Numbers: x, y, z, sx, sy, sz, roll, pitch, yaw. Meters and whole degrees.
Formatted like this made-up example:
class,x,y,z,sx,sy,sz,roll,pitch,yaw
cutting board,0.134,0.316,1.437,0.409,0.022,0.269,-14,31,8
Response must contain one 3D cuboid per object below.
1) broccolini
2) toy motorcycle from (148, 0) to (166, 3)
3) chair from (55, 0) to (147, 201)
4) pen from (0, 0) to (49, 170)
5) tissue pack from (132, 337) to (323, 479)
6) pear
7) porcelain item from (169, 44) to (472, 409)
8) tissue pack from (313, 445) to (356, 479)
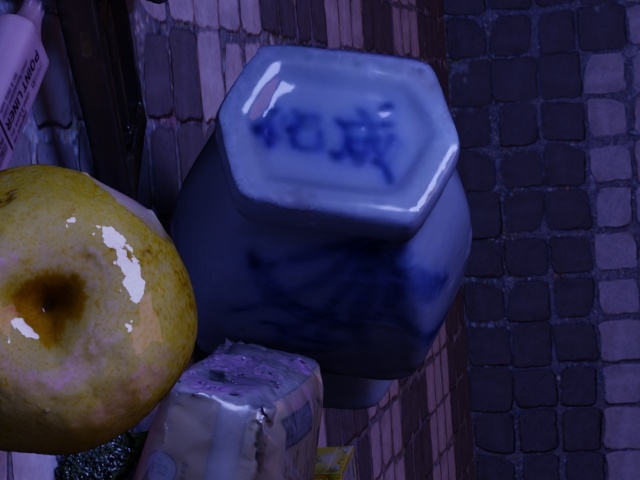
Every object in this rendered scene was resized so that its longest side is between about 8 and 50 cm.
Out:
class,x,y,z,sx,sy,sz,roll,pitch,yaw
broccolini,-0.140,0.150,1.262,0.054,0.051,0.239,43,9,7
toy motorcycle,-0.112,-0.314,1.388,0.298,0.089,0.171,-74,156,-57
chair,-0.072,-0.238,1.153,0.203,0.241,0.416,-95,174,-58
pen,-0.201,-0.091,1.064,0.053,0.032,0.197,73,20,-48
tissue pack,-0.072,0.216,1.241,0.215,0.123,0.256,-29,133,-81
pear,-0.155,0.040,0.958,0.178,0.178,0.178,-3,90,-77
porcelain item,0.000,0.000,1.354,0.405,0.243,0.178,99,-2,-65
tissue pack,0.009,0.320,1.828,0.095,0.062,0.176,-53,137,-74
